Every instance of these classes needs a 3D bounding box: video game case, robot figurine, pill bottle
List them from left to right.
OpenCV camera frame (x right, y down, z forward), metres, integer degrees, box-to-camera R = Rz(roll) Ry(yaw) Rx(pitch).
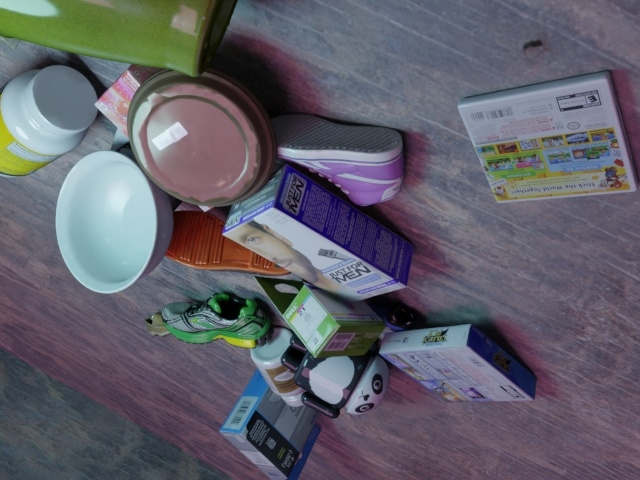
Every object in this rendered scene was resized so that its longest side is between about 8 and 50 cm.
[{"bbox_3d":[-0.634,-0.264,1.471,0.334,0.188,0.188,-13,125,44],"label":"pill bottle"},{"bbox_3d":[-0.098,0.364,1.878,0.131,0.131,0.229,6,137,31],"label":"pill bottle"},{"bbox_3d":[0.040,0.330,1.701,0.278,0.174,0.209,28,144,5],"label":"robot figurine"},{"bbox_3d":[0.311,0.284,1.507,0.244,0.061,0.269,-16,135,45],"label":"video game case"},{"bbox_3d":[0.352,-0.150,1.032,0.227,0.026,0.206,-4,132,37],"label":"video game case"}]

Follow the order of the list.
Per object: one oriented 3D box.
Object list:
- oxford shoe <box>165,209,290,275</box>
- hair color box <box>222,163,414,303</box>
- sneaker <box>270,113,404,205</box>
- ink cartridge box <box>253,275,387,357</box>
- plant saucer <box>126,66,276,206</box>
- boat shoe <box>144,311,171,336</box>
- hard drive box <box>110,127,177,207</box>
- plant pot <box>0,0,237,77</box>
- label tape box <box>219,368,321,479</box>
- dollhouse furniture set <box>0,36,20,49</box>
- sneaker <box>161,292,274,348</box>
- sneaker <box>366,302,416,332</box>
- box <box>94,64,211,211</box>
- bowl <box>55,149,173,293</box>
[{"bbox_3d":[-0.221,0.022,1.525,0.363,0.130,0.133,13,166,3],"label":"oxford shoe"},{"bbox_3d":[0.000,0.000,1.323,0.339,0.110,0.185,32,147,-26],"label":"hair color box"},{"bbox_3d":[0.016,-0.136,1.231,0.282,0.102,0.161,15,144,21],"label":"sneaker"},{"bbox_3d":[-0.004,0.137,1.486,0.255,0.188,0.097,48,112,32],"label":"ink cartridge box"},{"bbox_3d":[-0.216,-0.172,1.177,0.277,0.041,0.278,6,126,9],"label":"plant saucer"},{"bbox_3d":[-0.511,0.262,2.117,0.190,0.068,0.072,-18,111,47],"label":"boat shoe"},{"bbox_3d":[-0.374,-0.165,1.485,0.181,0.089,0.232,36,145,-6],"label":"hard drive box"},{"bbox_3d":[-0.295,-0.413,0.955,0.353,0.366,0.366,21,145,-7],"label":"plant pot"},{"bbox_3d":[-0.113,0.587,2.052,0.115,0.249,0.348,-14,125,45],"label":"label tape box"},{"bbox_3d":[-0.660,-0.483,1.220,0.161,0.212,0.242,26,170,10],"label":"dollhouse furniture set"},{"bbox_3d":[-0.297,0.199,1.851,0.343,0.134,0.146,0,128,24],"label":"sneaker"},{"bbox_3d":[0.146,0.168,1.527,0.152,0.058,0.085,22,149,6],"label":"sneaker"},{"bbox_3d":[-0.255,-0.222,1.284,0.300,0.142,0.154,46,140,-20],"label":"box"},{"bbox_3d":[-0.415,-0.039,1.423,0.297,0.134,0.298,1,92,31],"label":"bowl"}]
